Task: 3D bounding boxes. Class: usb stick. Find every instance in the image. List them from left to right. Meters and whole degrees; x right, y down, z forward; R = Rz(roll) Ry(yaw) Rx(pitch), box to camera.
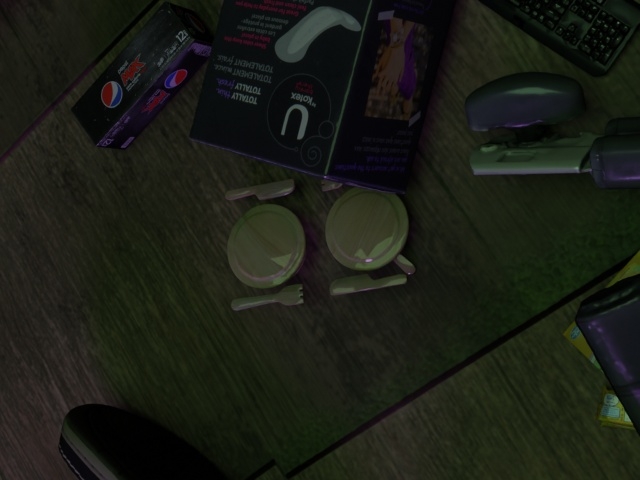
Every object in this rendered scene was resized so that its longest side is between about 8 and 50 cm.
[{"bbox_3d":[0.297,0.154,0.811,0.077,0.045,0.278,-28,98,17],"label":"usb stick"}]

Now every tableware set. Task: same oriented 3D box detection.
[{"bbox_3d":[0.000,0.000,1.007,0.194,0.039,0.128,-10,75,21],"label":"tableware set"}]

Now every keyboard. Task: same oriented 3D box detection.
[{"bbox_3d":[0.200,-0.236,0.901,0.192,0.038,0.100,39,107,20],"label":"keyboard"}]

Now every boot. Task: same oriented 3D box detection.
[{"bbox_3d":[-0.179,0.381,1.054,0.377,0.138,0.284,37,107,16],"label":"boot"}]

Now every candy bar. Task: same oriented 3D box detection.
[{"bbox_3d":[0.316,0.153,0.861,0.162,0.018,0.040,5,90,27],"label":"candy bar"}]

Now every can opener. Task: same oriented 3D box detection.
[{"bbox_3d":[0.250,-0.094,0.829,0.284,0.076,0.095,0,119,34],"label":"can opener"}]

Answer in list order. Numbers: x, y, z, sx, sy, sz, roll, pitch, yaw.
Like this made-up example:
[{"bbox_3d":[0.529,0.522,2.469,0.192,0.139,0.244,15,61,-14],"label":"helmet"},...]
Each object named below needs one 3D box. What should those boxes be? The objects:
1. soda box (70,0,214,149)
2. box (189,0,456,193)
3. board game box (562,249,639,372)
[{"bbox_3d":[-0.190,-0.175,1.088,0.169,0.053,0.060,-43,73,20],"label":"soda box"},{"bbox_3d":[0.013,-0.195,0.921,0.165,0.143,0.270,19,96,33],"label":"box"},{"bbox_3d":[0.293,0.059,0.844,0.103,0.026,0.154,46,112,22],"label":"board game box"}]
